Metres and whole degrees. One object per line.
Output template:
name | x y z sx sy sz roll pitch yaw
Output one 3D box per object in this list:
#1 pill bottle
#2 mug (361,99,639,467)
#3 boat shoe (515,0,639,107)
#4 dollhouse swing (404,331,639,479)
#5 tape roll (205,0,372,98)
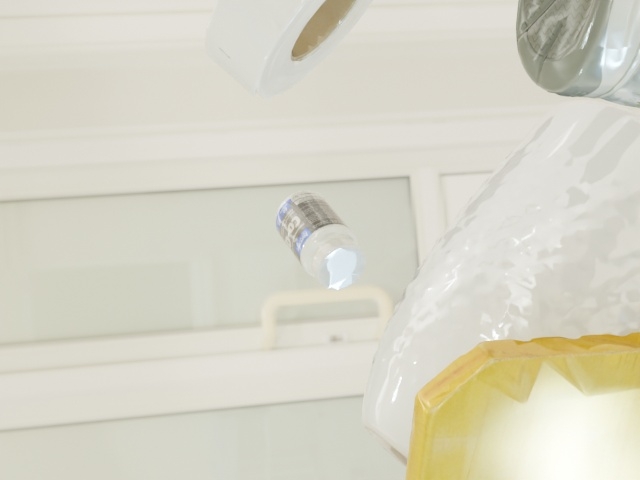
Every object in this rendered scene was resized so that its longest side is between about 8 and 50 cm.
pill bottle | 0.000 0.000 1.420 0.137 0.078 0.078 -128 34 -51
mug | 0.201 0.096 1.017 0.276 0.328 0.374 41 171 3
boat shoe | 0.191 -0.220 0.542 0.118 0.103 0.320 -137 58 -65
dollhouse swing | 0.167 0.200 0.912 0.315 0.347 0.304 -157 66 -73
tape roll | -0.024 -0.327 1.498 0.100 0.286 0.286 42 160 7
